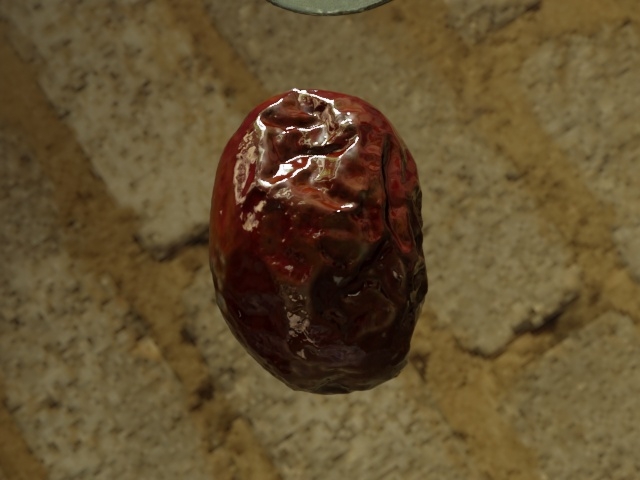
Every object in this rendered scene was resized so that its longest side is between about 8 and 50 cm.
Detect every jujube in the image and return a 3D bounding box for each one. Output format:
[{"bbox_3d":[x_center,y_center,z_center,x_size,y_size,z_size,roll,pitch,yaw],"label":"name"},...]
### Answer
[{"bbox_3d":[-0.001,0.001,1.788,0.276,0.276,0.377,61,23,-58],"label":"jujube"}]

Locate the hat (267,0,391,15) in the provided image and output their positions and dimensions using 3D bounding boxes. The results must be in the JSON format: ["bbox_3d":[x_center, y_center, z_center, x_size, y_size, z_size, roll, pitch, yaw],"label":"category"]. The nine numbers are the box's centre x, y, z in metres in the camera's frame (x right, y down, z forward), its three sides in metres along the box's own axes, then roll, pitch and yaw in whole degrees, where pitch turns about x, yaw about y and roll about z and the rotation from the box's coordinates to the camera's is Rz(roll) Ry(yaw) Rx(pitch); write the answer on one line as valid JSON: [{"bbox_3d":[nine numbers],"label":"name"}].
[{"bbox_3d":[0.026,-0.319,1.366,0.257,0.257,0.130,56,5,13],"label":"hat"}]
